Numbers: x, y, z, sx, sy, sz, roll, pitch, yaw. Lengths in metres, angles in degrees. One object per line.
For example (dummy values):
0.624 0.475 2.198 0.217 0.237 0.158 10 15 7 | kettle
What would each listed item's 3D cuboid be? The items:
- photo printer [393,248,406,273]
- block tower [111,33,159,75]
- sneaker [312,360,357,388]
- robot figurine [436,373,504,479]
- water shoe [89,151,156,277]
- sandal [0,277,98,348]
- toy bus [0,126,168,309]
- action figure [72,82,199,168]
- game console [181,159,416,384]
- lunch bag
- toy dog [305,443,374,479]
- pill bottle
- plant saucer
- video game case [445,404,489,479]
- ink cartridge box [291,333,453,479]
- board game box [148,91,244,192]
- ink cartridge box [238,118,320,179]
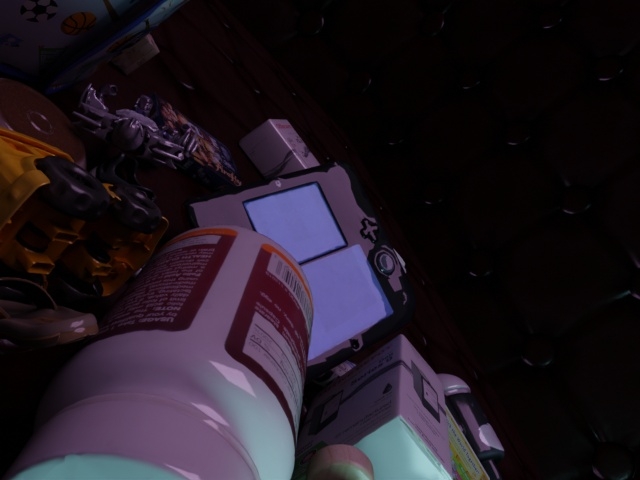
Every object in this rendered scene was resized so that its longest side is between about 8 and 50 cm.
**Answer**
0.000 0.000 1.299 0.307 0.256 0.107 46 56 -24 | photo printer
-0.453 -0.460 1.151 0.091 0.097 0.335 59 7 30 | block tower
0.012 0.238 1.099 0.237 0.085 0.086 45 23 -22 | sneaker
0.290 0.432 1.344 0.174 0.209 0.278 4 45 -32 | robot figurine
-0.271 -0.040 0.858 0.203 0.080 0.073 60 16 23 | water shoe
-0.261 0.056 0.513 0.072 0.180 0.049 -20 108 -60 | sandal
-0.312 -0.042 0.667 0.211 0.149 0.220 42 8 21 | toy bus
-0.291 -0.181 0.978 0.185 0.099 0.285 35 2 -13 | action figure
-0.016 0.043 1.051 0.387 0.060 0.341 -20 86 -41 | game console
-0.365 -0.389 0.873 0.238 0.328 0.385 64 16 13 | lunch bag
0.027 0.414 0.701 0.220 0.161 0.333 -12 82 -77 | toy dog
-0.128 0.149 0.590 0.224 0.224 0.392 50 16 -14 | pill bottle
-0.392 -0.152 0.829 0.198 0.036 0.198 49 16 -19 | plant saucer
0.218 0.427 1.139 0.206 0.026 0.226 -36 96 -46 | video game case
0.076 0.291 0.923 0.121 0.211 0.289 51 14 -4 | ink cartridge box
-0.265 -0.190 1.288 0.243 0.042 0.165 34 24 -51 | board game box
-0.081 -0.203 1.729 0.283 0.117 0.207 53 15 -2 | ink cartridge box
